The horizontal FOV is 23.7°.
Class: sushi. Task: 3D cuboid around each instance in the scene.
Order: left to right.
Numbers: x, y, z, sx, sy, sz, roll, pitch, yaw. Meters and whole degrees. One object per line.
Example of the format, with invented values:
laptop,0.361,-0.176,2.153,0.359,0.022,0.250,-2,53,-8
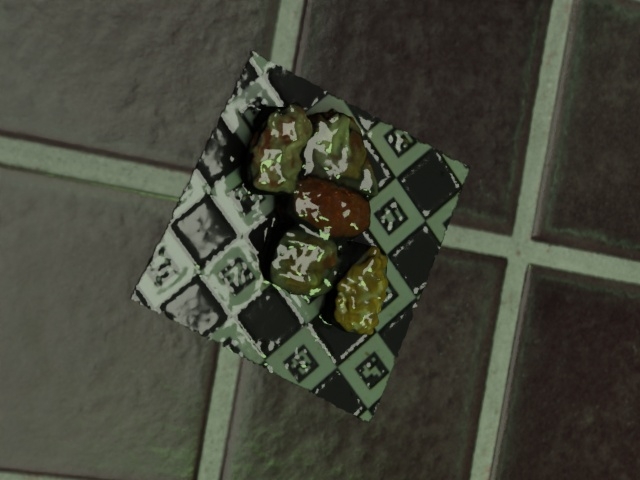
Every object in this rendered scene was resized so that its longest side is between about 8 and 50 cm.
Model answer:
sushi,0.000,0.000,1.529,0.294,0.059,0.292,27,83,-23
